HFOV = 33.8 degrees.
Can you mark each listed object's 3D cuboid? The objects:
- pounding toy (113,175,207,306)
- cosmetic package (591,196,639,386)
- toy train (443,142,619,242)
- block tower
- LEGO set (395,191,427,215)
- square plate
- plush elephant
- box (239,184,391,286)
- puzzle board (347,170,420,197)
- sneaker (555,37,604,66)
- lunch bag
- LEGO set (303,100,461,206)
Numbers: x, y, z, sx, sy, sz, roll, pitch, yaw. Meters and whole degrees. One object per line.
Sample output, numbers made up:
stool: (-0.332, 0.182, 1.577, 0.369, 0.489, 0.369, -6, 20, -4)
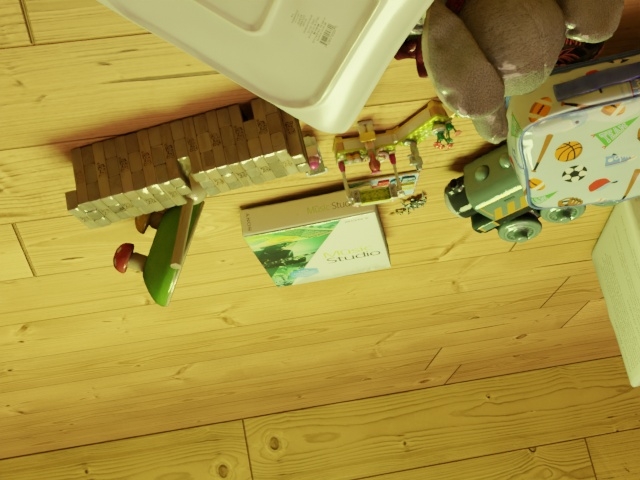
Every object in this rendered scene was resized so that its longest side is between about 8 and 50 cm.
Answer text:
pounding toy: (-0.261, -0.005, 1.674, 0.110, 0.183, 0.237, 19, 153, -6)
cosmetic package: (0.783, 0.076, 2.167, 0.327, 0.329, 0.394, -12, 160, 0)
toy train: (0.365, -0.110, 1.754, 0.334, 0.142, 0.190, -26, 143, 38)
block tower: (-0.192, -0.112, 1.492, 0.335, 0.097, 0.091, -16, 159, 6)
LEGO set: (0.168, -0.060, 1.912, 0.054, 0.023, 0.083, -8, 159, -9)
square plate: (-0.076, -0.254, 0.971, 0.344, 0.049, 0.347, 31, 151, -4)
plush elephant: (0.155, -0.224, 1.108, 0.272, 0.255, 0.330, -24, 156, -17)
box: (0.000, 0.000, 1.917, 0.232, 0.058, 0.322, -11, 159, 6)
puzzle board: (0.105, -0.088, 1.825, 0.128, 0.011, 0.096, -9, 159, -6)
sneaker: (0.330, -0.266, 1.443, 0.119, 0.047, 0.057, -15, 148, 4)
lunch bag: (0.416, -0.165, 1.484, 0.303, 0.115, 0.243, -14, 142, 7)
LEGO set: (0.119, -0.131, 1.582, 0.287, 0.107, 0.132, -17, 159, 13)
